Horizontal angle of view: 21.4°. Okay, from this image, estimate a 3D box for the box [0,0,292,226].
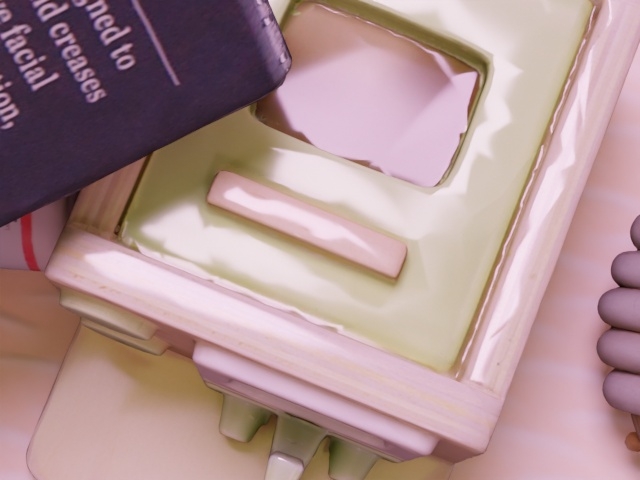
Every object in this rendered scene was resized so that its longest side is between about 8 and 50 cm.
[{"bbox_3d":[-0.257,-0.114,0.492,0.395,0.212,0.293,-27,51,-3],"label":"box"}]

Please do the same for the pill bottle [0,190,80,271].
[{"bbox_3d":[-0.164,-0.036,0.611,0.160,0.087,0.087,5,81,0],"label":"pill bottle"}]

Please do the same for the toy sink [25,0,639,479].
[{"bbox_3d":[0.000,0.000,0.587,0.153,0.131,0.234,23,81,3],"label":"toy sink"}]

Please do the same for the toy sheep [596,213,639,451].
[{"bbox_3d":[0.143,0.027,0.611,0.091,0.091,0.132,8,86,0],"label":"toy sheep"}]
